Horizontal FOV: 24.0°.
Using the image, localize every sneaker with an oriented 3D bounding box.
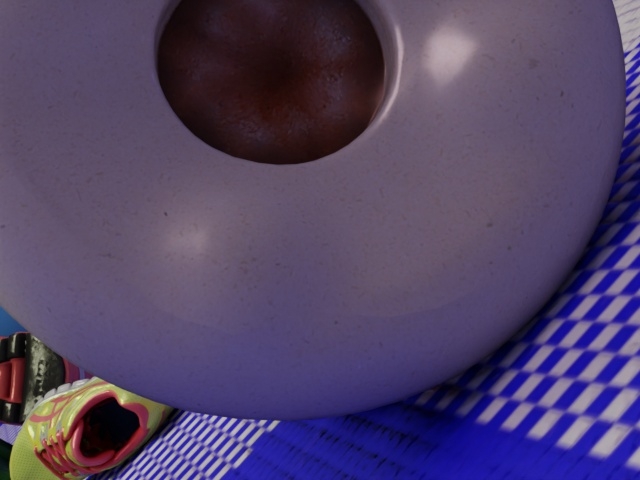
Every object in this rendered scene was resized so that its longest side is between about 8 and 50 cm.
[{"bbox_3d":[-0.339,0.156,1.596,0.314,0.136,0.116,0,81,37],"label":"sneaker"},{"bbox_3d":[-0.201,0.164,1.271,0.208,0.081,0.094,-40,12,28],"label":"sneaker"}]

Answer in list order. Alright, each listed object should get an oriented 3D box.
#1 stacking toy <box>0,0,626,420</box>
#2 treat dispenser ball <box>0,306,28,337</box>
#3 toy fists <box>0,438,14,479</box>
[{"bbox_3d":[-0.045,-0.030,0.914,0.350,0.350,0.480,-48,-6,-17],"label":"stacking toy"},{"bbox_3d":[-0.350,0.058,1.781,0.288,0.288,0.288,-44,9,8],"label":"treat dispenser ball"},{"bbox_3d":[-0.371,0.272,1.520,0.142,0.096,0.279,-42,7,5],"label":"toy fists"}]
